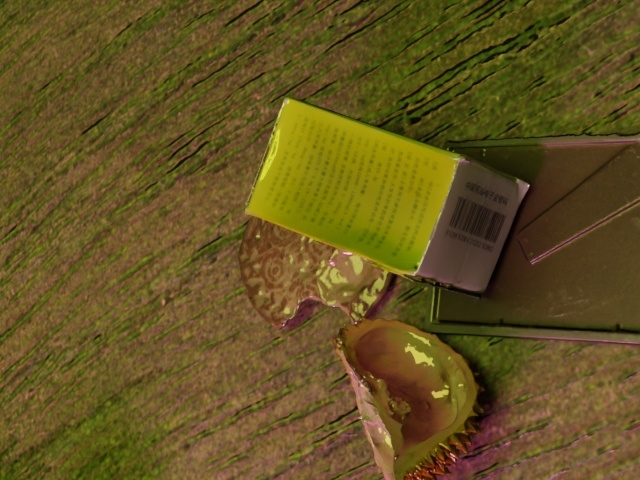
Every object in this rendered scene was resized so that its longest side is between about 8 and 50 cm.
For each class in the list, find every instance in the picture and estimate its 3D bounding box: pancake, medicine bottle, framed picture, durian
[{"bbox_3d":[0.000,0.000,1.744,0.235,0.029,0.212,3,81,39],"label":"pancake"},{"bbox_3d":[0.067,-0.047,1.602,0.250,0.137,0.141,22,92,38],"label":"medicine bottle"},{"bbox_3d":[0.235,-0.003,1.560,0.289,0.016,0.213,0,80,40],"label":"framed picture"},{"bbox_3d":[0.087,0.171,1.574,0.182,0.132,0.165,21,83,51],"label":"durian"}]
